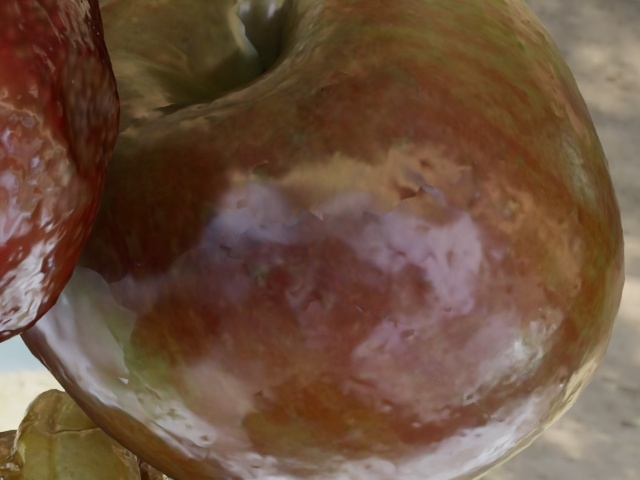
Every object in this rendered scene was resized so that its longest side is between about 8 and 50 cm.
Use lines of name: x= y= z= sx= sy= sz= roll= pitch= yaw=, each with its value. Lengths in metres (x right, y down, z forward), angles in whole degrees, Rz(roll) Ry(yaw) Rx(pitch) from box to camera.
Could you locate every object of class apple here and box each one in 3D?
apple: x=0.000 y=0.000 z=0.879 sx=0.302 sy=0.301 sz=0.301 roll=13 pitch=163 yaw=4

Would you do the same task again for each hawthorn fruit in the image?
hawthorn fruit: x=-0.200 y=-0.055 z=0.671 sx=0.253 sy=0.205 sz=0.205 roll=11 pitch=168 yaw=-36

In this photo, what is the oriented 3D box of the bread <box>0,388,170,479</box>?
bread: x=-0.132 y=0.196 z=0.972 sx=0.120 sy=0.236 sz=0.198 roll=-9 pitch=138 yaw=1
